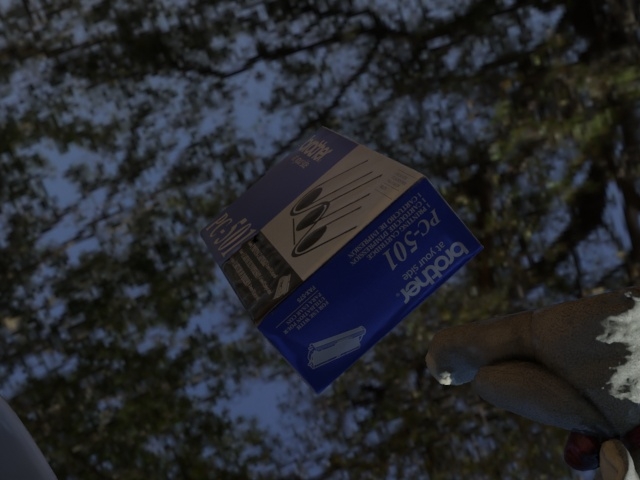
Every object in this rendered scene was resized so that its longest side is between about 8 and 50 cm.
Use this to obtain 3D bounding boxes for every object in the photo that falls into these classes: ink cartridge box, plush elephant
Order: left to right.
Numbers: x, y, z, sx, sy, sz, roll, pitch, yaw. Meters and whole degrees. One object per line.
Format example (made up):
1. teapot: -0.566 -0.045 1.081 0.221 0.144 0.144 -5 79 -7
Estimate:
1. ink cartridge box: 0.000 0.000 0.604 0.097 0.046 0.207 -41 -164 -1
2. plush elephant: 0.301 0.176 1.168 0.271 0.255 0.330 -11 175 -19

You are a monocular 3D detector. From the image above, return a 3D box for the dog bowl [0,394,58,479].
1. dog bowl: -0.156 0.163 0.425 0.104 0.265 0.265 -24 -157 2
